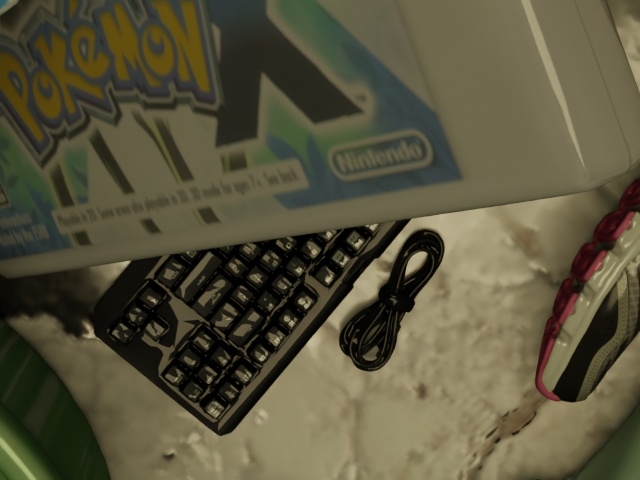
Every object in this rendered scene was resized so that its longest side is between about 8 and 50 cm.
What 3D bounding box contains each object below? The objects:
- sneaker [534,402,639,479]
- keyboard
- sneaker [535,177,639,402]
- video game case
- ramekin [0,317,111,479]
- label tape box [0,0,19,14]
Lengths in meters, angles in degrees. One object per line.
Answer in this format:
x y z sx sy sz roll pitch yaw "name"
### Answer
0.049 0.130 0.667 0.151 0.094 0.256 36 99 -5 "sneaker"
0.000 0.000 0.678 0.108 0.023 0.180 39 100 -7 "keyboard"
0.152 0.003 0.656 0.075 0.063 0.170 36 95 0 "sneaker"
-0.074 -0.139 0.527 0.036 0.329 0.299 -29 103 -36 "video game case"
-0.218 0.145 0.644 0.304 0.148 0.303 0 101 0 "ramekin"
-0.273 -0.160 0.512 0.249 0.115 0.347 -32 70 17 "label tape box"
